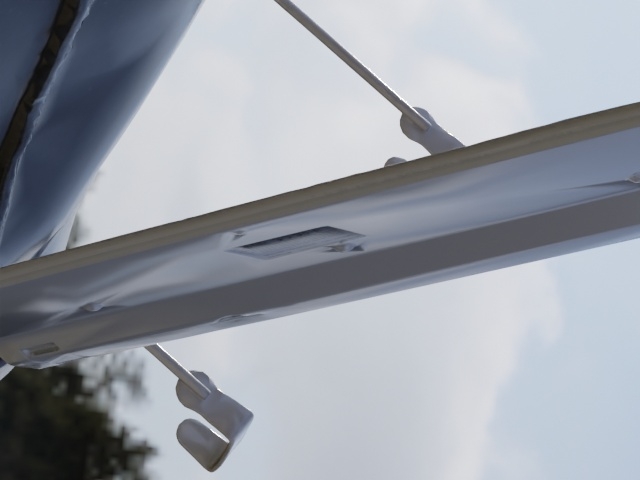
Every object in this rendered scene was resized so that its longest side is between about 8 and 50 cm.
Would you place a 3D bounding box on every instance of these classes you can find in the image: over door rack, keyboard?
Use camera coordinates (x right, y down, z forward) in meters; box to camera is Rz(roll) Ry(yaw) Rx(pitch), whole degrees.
[{"bbox_3d":[-0.078,-0.078,1.005,0.239,0.324,0.108,-50,-165,-28],"label":"over door rack"},{"bbox_3d":[0.000,0.000,0.437,0.256,0.072,0.014,-14,-111,33],"label":"keyboard"}]

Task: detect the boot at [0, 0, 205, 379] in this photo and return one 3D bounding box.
[{"bbox_3d":[-0.172,-0.031,0.508,0.146,0.367,0.445,49,-36,6],"label":"boot"}]
